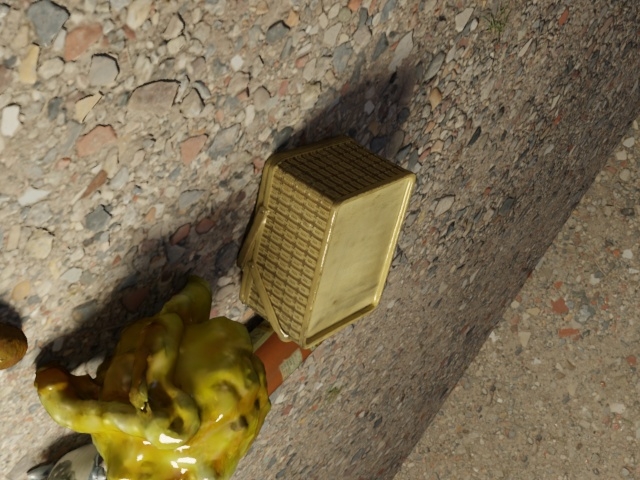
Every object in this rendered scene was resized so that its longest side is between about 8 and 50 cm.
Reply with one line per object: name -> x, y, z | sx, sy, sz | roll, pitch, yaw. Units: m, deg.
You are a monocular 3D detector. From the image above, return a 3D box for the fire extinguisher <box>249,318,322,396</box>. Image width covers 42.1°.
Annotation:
fire extinguisher -> -0.101, 0.210, 1.600 | 0.376, 0.113, 0.200 | -43, -168, -29

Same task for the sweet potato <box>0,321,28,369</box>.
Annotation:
sweet potato -> -0.420, 0.123, 0.999 | 0.068, 0.068, 0.226 | -55, 153, 2

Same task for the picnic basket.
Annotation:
picnic basket -> 0.000, 0.000, 1.428 | 0.228, 0.175, 0.312 | -24, 137, -45

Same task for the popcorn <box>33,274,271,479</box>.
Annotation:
popcorn -> -0.221, 0.235, 1.232 | 0.321, 0.290, 0.326 | -33, 176, -44

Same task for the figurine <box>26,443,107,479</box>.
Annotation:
figurine -> -0.389, 0.422, 1.316 | 0.183, 0.129, 0.208 | 78, 16, -57
